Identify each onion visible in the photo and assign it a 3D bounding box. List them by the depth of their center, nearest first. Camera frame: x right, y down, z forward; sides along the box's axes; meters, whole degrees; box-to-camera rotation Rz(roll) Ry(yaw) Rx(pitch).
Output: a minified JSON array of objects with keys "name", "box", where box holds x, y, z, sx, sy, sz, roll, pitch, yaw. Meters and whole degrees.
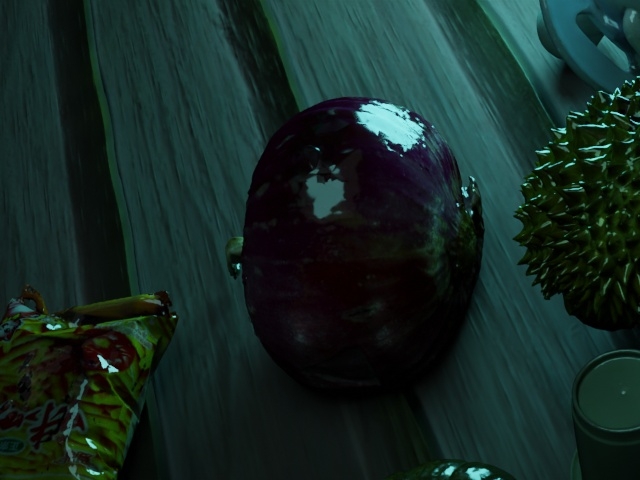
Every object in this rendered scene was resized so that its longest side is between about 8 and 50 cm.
[{"name":"onion","box":[0.024,-0.004,1.281,0.272,0.230,0.256,-16,42,4]}]

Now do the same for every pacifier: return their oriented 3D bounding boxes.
[{"name":"pacifier","box":[0.321,-0.248,1.426,0.287,0.238,0.226,-57,17,-23]}]

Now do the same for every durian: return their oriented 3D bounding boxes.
[{"name":"durian","box":[0.304,-0.029,1.127,0.291,0.224,0.291,-1,6,0]}]

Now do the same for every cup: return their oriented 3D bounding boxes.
[{"name":"cup","box":[0.246,0.154,1.056,0.120,0.141,0.120,-14,42,13]}]

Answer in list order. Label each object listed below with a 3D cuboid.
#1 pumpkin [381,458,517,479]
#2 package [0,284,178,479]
[{"name":"pumpkin","box":[0.090,0.265,1.015,0.219,0.162,0.219,-13,41,11]},{"name":"package","box":[-0.265,0.173,1.354,0.223,0.108,0.288,2,56,24]}]
